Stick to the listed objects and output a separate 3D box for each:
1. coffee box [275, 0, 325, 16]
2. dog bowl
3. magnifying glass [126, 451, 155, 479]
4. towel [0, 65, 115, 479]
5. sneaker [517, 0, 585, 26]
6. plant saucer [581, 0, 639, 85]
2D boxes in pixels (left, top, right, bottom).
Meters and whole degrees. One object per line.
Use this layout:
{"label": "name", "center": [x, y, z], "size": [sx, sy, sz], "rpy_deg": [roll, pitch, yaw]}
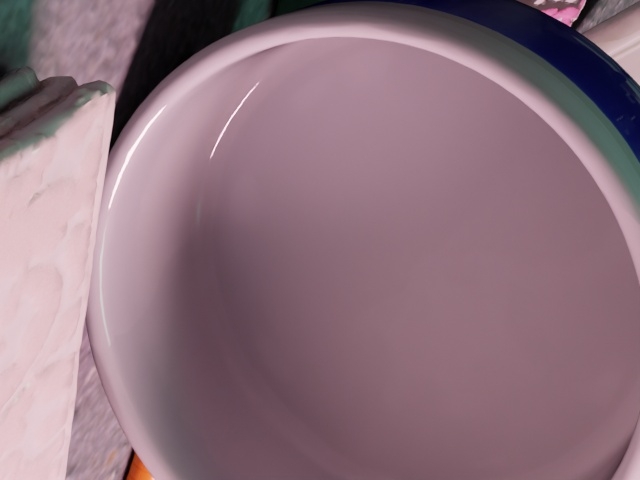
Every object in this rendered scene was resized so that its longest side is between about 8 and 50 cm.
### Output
{"label": "coffee box", "center": [0.035, -0.132, 0.929], "size": [0.184, 0.040, 0.113], "rpy_deg": [-45, 156, -45]}
{"label": "dog bowl", "center": [0.035, 0.022, 0.780], "size": [0.104, 0.265, 0.265], "rpy_deg": [-35, 149, -62]}
{"label": "magnifying glass", "center": [-0.123, 0.206, 1.023], "size": [0.092, 0.026, 0.231], "rpy_deg": [-31, 147, -59]}
{"label": "towel", "center": [-0.197, 0.127, 0.627], "size": [0.332, 0.053, 0.317], "rpy_deg": [-44, 154, -48]}
{"label": "sneaker", "center": [0.131, -0.149, 1.172], "size": [0.178, 0.072, 0.077], "rpy_deg": [-63, 177, 32]}
{"label": "plant saucer", "center": [0.337, -0.172, 1.281], "size": [0.400, 0.100, 0.400], "rpy_deg": [-29, 180, 0]}
